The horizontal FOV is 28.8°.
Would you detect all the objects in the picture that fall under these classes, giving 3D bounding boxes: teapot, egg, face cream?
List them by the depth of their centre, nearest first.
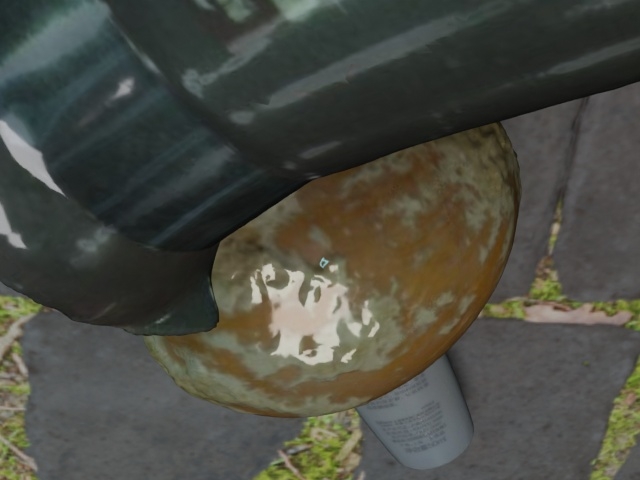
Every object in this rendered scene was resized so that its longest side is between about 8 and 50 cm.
[{"bbox_3d":[-0.029,-0.174,0.502,0.361,0.305,0.376,-32,94,19],"label":"teapot"},{"bbox_3d":[0.000,0.000,0.721,0.245,0.203,0.203,-26,129,10],"label":"egg"},{"bbox_3d":[0.049,0.088,0.903,0.084,0.057,0.198,-19,129,12],"label":"face cream"}]
